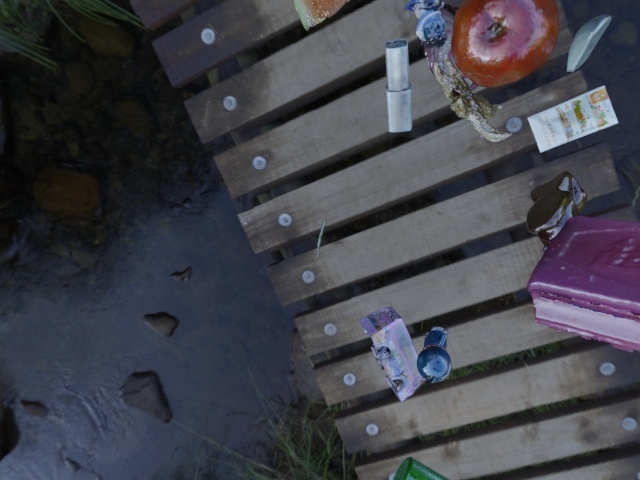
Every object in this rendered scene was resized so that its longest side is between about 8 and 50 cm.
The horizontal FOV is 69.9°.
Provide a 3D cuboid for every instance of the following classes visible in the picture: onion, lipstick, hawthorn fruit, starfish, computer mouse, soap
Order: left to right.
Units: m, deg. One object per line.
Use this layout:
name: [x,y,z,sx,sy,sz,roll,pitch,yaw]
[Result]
lipstick: [0.227,-0.444,1.332,0.077,0.079,0.253,-2,134,9]
onion: [0.427,-0.585,1.364,0.146,0.314,0.280,-27,87,-3]
starfish: [0.322,-0.313,0.996,0.062,0.277,0.236,-38,78,41]
hawthorn fruit: [0.302,-0.350,0.767,0.189,0.189,0.189,1,97,9]
computer mouse: [0.436,-0.328,0.762,0.056,0.110,0.032,-39,69,-15]
soap: [0.409,0.057,0.556,0.249,0.162,0.099,12,135,44]

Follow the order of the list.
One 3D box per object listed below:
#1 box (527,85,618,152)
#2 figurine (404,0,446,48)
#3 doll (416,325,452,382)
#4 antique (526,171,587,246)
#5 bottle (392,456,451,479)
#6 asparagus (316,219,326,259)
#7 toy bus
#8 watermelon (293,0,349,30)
box: [0.771,-0.370,1.408,0.220,0.032,0.122,-20,88,34]
figurine: [0.237,-0.496,0.999,0.077,0.079,0.136,-11,70,-9]
doll: [0.287,0.291,1.152,0.085,0.152,0.114,24,132,-4]
antique: [0.650,-0.074,1.234,0.143,0.257,0.121,40,138,-12]
bottle: [0.281,0.504,0.793,0.330,0.093,0.093,30,100,9]
asparagus: [0.000,0.000,1.613,0.016,0.016,0.163,3,118,-18]
toy bus: [0.201,0.310,1.242,0.112,0.090,0.274,-29,120,-6]
watermelon: [0.021,-0.326,0.483,0.063,0.245,0.119,-24,93,-33]
